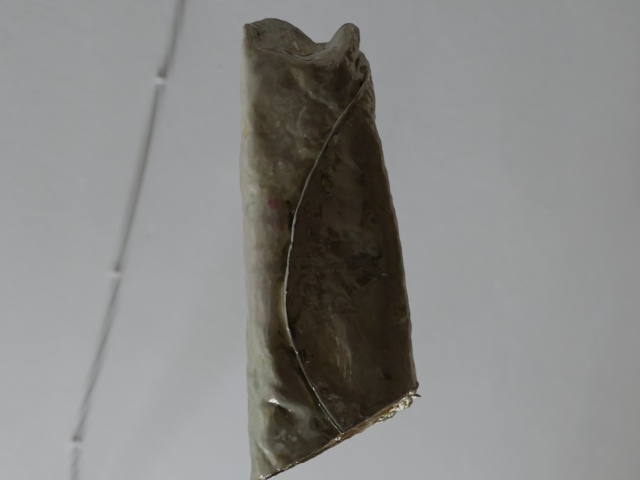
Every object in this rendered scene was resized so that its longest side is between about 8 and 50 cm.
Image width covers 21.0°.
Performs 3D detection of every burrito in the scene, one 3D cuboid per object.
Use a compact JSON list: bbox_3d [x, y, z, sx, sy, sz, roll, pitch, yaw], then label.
[{"bbox_3d":[0.000,0.000,0.816,0.087,0.060,0.226,-3,-100,-14],"label":"burrito"}]
